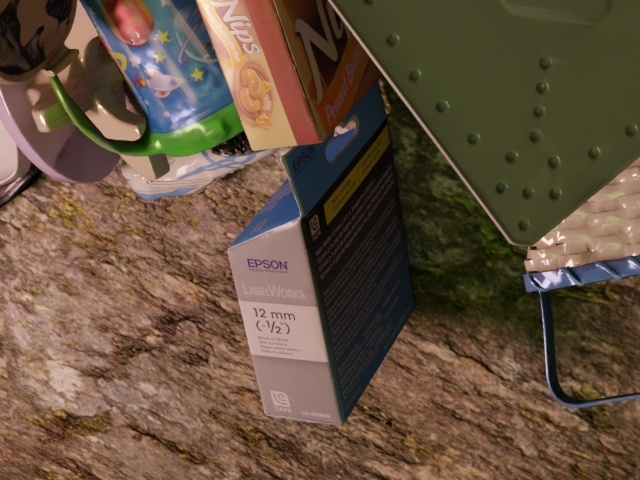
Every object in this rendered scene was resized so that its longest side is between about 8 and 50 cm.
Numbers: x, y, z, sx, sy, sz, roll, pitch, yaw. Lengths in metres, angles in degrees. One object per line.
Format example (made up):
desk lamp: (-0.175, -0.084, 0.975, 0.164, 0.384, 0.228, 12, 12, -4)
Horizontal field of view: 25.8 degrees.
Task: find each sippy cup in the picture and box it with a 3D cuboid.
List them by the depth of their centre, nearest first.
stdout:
sippy cup: (-0.145, -0.248, 1.523, 0.240, 0.305, 0.224, -9, 126, 45)

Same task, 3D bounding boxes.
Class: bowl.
bowl: (-0.442, -0.136, 1.866, 0.142, 0.053, 0.142, -13, 84, 33)

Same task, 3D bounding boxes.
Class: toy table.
toy table: (-0.279, -0.195, 1.661, 0.161, 0.252, 0.274, 3, 131, 44)

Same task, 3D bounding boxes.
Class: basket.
basket: (0.344, 0.028, 1.477, 0.254, 0.201, 0.289, -8, 88, 31)

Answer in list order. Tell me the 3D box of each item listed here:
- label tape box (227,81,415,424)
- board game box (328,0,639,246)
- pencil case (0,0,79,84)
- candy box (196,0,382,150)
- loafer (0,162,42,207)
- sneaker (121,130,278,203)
label tape box: (0.000, 0.000, 1.624, 0.115, 0.249, 0.348, 3, 122, 26)
board game box: (0.215, -0.261, 1.307, 0.390, 0.050, 0.390, -39, 102, -5)
pencil case: (-0.452, -0.269, 1.447, 0.410, 0.160, 0.183, 13, 154, 20)
candy box: (0.003, -0.244, 1.415, 0.087, 0.316, 0.183, -5, 118, 31)
loafer: (-0.445, -0.080, 1.928, 0.170, 0.062, 0.061, -28, 101, 36)
sneaker: (-0.139, -0.104, 1.748, 0.237, 0.085, 0.086, -14, 140, 30)
